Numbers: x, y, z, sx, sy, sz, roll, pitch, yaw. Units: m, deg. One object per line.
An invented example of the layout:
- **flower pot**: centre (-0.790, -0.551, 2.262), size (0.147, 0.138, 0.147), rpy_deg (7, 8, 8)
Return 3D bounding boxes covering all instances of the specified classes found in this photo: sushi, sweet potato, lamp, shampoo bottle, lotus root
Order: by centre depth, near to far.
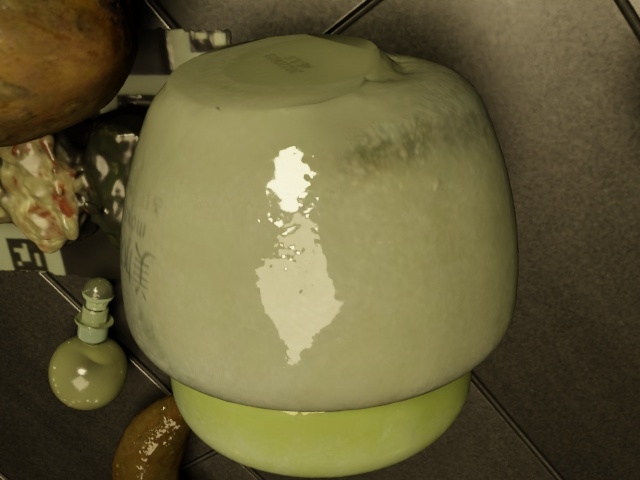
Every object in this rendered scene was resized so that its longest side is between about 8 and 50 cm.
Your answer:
- **lotus root**: centre (-0.248, -0.207, 0.602), size (0.191, 0.272, 0.272), rpy_deg (-5, 121, -10)
- **shampoo bottle**: centre (0.000, 0.000, 0.621), size (0.322, 0.322, 0.318), rpy_deg (5, 112, 7)
- **sushi**: centre (-0.273, -0.058, 0.763), size (0.372, 0.100, 0.297), rpy_deg (4, 121, 8)
- **lamp**: centre (-0.264, 0.117, 0.876), size (0.090, 0.091, 0.163), rpy_deg (15, 113, 1)
- **sweet potato**: centre (-0.203, 0.305, 0.968), size (0.124, 0.098, 0.310), rpy_deg (-5, 120, -11)
